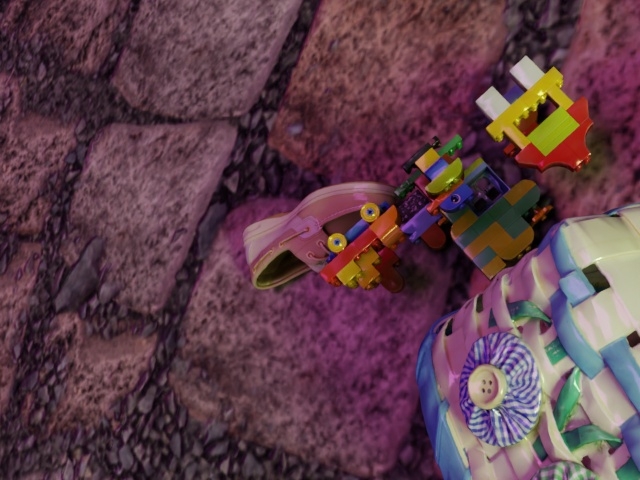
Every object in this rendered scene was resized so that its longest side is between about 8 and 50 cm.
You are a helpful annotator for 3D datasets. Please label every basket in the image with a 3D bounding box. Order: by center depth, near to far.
[{"bbox_3d":[0.157,0.125,0.602,0.289,0.201,0.255,107,145,-49],"label":"basket"}]

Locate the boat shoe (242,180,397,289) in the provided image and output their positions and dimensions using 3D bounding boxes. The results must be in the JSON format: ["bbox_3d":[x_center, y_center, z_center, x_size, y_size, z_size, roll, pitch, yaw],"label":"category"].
[{"bbox_3d":[0.000,0.000,0.885,0.170,0.063,0.059,-25,61,46],"label":"boat shoe"}]

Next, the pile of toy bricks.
[{"bbox_3d":[0.109,-0.016,0.771,0.212,0.118,0.105,-42,77,3],"label":"pile of toy bricks"}]
